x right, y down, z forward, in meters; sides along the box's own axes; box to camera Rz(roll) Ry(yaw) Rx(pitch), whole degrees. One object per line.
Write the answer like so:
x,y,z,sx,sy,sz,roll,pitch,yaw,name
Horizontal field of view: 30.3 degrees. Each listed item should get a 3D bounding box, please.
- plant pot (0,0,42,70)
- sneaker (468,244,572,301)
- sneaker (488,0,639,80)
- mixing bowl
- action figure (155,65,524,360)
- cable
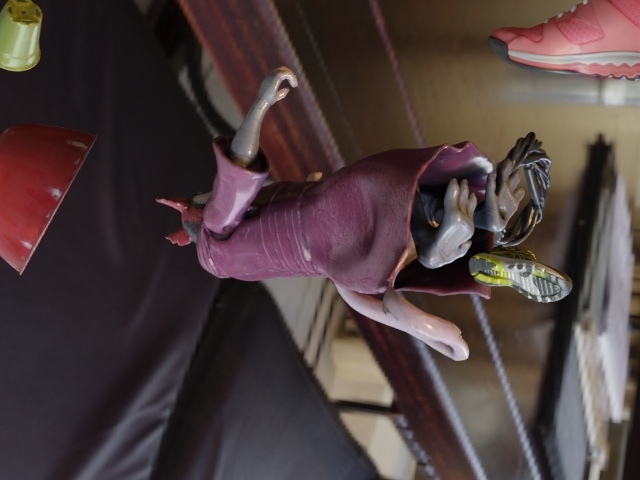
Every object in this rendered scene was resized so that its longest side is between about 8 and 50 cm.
-0.418,-0.291,1.631,0.079,0.083,0.083,-50,-171,47,plant pot
0.151,0.019,0.872,0.035,0.083,0.031,-37,131,-38,sneaker
0.384,-0.290,1.614,0.116,0.314,0.136,-10,107,-58,sneaker
-0.337,-0.062,1.330,0.181,0.098,0.181,-58,-168,20,mixing bowl
0.000,0.000,1.141,0.248,0.370,0.275,41,51,-53,action figure
0.262,-0.065,1.601,0.150,0.047,0.184,-60,148,-9,cable
